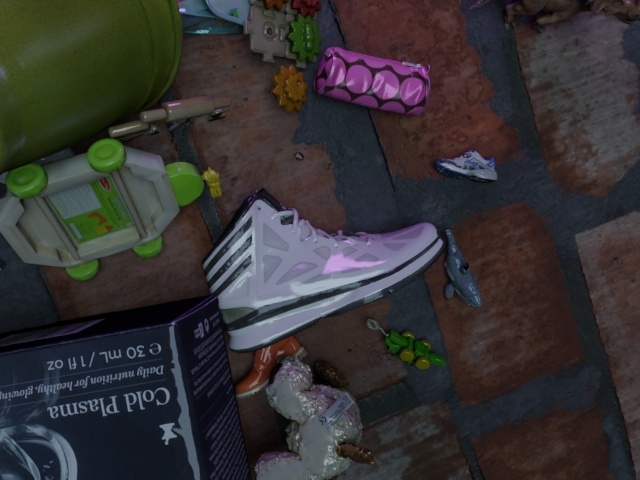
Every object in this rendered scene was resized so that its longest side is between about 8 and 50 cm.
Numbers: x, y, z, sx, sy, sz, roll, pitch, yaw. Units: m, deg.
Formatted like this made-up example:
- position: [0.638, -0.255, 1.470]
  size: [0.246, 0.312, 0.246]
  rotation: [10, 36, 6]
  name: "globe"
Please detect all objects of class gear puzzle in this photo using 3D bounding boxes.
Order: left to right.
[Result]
- position: [-0.056, -0.397, 1.163]
  size: [0.175, 0.044, 0.339]
  rotation: [-5, 97, -45]
  name: "gear puzzle"

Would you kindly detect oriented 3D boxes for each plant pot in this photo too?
- position: [-0.431, -0.255, 0.898]
  size: [0.366, 0.353, 0.366]
  rotation: [10, 129, 12]
  name: "plant pot"

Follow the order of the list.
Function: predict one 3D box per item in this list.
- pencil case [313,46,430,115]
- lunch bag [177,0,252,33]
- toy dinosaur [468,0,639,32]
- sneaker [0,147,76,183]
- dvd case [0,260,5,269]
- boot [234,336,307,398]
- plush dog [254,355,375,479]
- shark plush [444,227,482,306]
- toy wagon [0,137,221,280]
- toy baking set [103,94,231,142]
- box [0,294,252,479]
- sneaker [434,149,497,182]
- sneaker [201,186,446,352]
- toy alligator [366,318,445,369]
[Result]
- position: [0.097, -0.298, 1.223]
  size: [0.209, 0.095, 0.098]
  rotation: [7, 129, -15]
  name: "pencil case"
- position: [-0.232, -0.468, 1.105]
  size: [0.262, 0.160, 0.223]
  rotation: [-2, 94, -22]
  name: "lunch bag"
- position: [0.436, -0.471, 1.224]
  size: [0.296, 0.200, 0.127]
  rotation: [2, 95, -12]
  name: "toy dinosaur"
- position: [-0.551, -0.164, 1.064]
  size: [0.305, 0.152, 0.114]
  rotation: [22, 89, -15]
  name: "sneaker"
- position: [-0.664, 0.078, 1.084]
  size: [0.164, 0.018, 0.221]
  rotation: [41, 68, -21]
  name: "dvd case"
- position: [-0.111, 0.228, 1.245]
  size: [0.158, 0.059, 0.084]
  rotation: [-38, 99, -15]
  name: "boot"
- position: [0.013, 0.342, 1.200]
  size: [0.211, 0.225, 0.262]
  rotation: [6, 89, 15]
  name: "plush dog"
- position: [0.284, 0.051, 1.305]
  size: [0.073, 0.067, 0.161]
  rotation: [-9, 97, -11]
  name: "shark plush"
- position: [-0.334, -0.059, 1.081]
  size: [0.344, 0.267, 0.068]
  rotation: [-20, 59, -11]
  name: "toy wagon"
- position: [-0.243, -0.203, 1.087]
  size: [0.256, 0.197, 0.030]
  rotation: [-22, 100, -36]
  name: "toy baking set"
- position: [-0.367, 0.367, 1.007]
  size: [0.480, 0.297, 0.471]
  rotation: [-11, 93, 3]
  name: "box"
- position: [0.287, -0.152, 1.303]
  size: [0.135, 0.052, 0.058]
  rotation: [8, 83, -20]
  name: "sneaker"
- position: [0.000, 0.000, 1.189]
  size: [0.447, 0.169, 0.257]
  rotation: [-23, 95, -14]
  name: "sneaker"
- position: [0.159, 0.212, 1.304]
  size: [0.190, 0.056, 0.051]
  rotation: [28, 129, -13]
  name: "toy alligator"
